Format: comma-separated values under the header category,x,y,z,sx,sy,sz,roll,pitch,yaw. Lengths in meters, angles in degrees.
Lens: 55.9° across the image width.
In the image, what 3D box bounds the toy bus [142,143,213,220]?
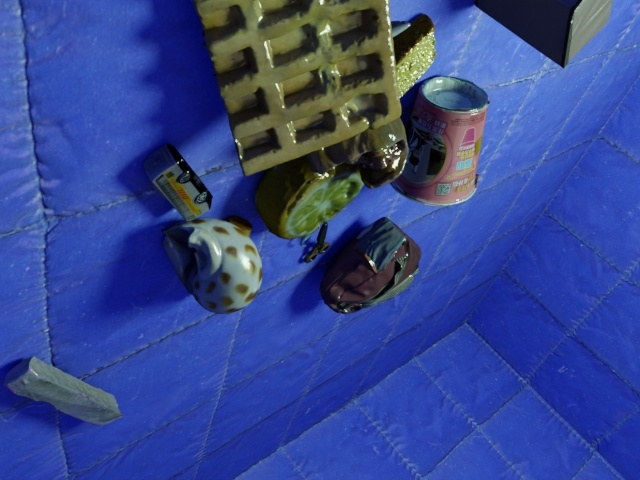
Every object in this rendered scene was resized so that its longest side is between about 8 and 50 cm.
category,x,y,z,sx,sy,sz,roll,pitch,yaw
toy bus,-0.249,-0.098,1.065,0.072,0.057,0.172,-32,154,-3

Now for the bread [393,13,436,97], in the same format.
category,x,y,z,sx,sy,sz,roll,pitch,yaw
bread,0.174,-0.375,1.257,0.187,0.065,0.103,-46,149,2

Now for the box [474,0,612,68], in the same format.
category,x,y,z,sx,sy,sz,roll,pitch,yaw
box,0.452,-0.514,1.218,0.153,0.252,0.188,-43,154,-4

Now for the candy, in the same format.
category,x,y,z,sx,sy,sz,roll,pitch,yaw
candy,-0.021,-0.110,1.313,0.260,0.118,0.260,-33,155,-17

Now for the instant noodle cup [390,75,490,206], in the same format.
category,x,y,z,sx,sy,sz,roll,pitch,yaw
instant noodle cup,0.297,-0.248,1.469,0.244,0.244,0.255,-27,144,-31

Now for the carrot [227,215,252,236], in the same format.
category,x,y,z,sx,sy,sz,roll,pitch,yaw
carrot,-0.218,0.049,1.328,0.067,0.067,0.225,-9,137,-51

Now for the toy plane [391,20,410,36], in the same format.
category,x,y,z,sx,sy,sz,roll,pitch,yaw
toy plane,0.016,-0.332,1.017,0.267,0.088,0.212,-24,155,2

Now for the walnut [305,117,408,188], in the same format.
category,x,y,z,sx,sy,sz,roll,pitch,yaw
walnut,0.079,-0.217,1.164,0.238,0.204,0.141,9,166,-42

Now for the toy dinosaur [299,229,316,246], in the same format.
category,x,y,z,sx,sy,sz,roll,pitch,yaw
toy dinosaur,-0.016,-0.054,1.489,0.080,0.045,0.197,-29,150,-50

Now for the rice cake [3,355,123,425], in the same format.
category,x,y,z,sx,sy,sz,roll,pitch,yaw
rice cake,-0.540,0.331,1.295,0.070,0.064,0.399,-30,153,-7

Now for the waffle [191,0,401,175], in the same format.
category,x,y,z,sx,sy,sz,roll,pitch,yaw
waffle,-0.021,-0.284,0.926,0.304,0.077,0.348,-20,138,-6

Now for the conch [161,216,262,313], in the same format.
category,x,y,z,sx,sy,sz,roll,pitch,yaw
conch,-0.200,0.056,1.214,0.149,0.183,0.275,-35,141,-32

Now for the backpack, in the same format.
category,x,y,z,sx,sy,sz,roll,pitch,yaw
backpack,0.143,0.093,1.772,0.317,0.197,0.283,-45,157,6

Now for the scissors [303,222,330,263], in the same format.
category,x,y,z,sx,sy,sz,roll,pitch,yaw
scissors,0.000,0.000,1.581,0.088,0.017,0.220,-33,164,-19
